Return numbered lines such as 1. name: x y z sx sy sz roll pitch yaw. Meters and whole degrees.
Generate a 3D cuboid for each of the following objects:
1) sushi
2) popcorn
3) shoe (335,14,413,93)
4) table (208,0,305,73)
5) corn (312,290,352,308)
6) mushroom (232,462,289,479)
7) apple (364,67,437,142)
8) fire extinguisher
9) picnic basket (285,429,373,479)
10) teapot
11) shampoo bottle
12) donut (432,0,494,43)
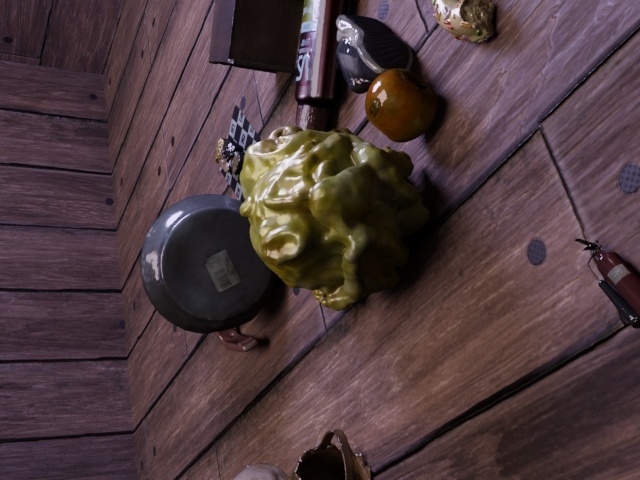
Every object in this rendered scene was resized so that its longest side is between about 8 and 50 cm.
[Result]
1. sushi: -0.231 -0.224 1.910 0.215 0.050 0.192 53 132 50
2. popcorn: 0.024 -0.047 1.184 0.312 0.312 0.312 -11 77 61
3. shoe: 0.084 -0.307 1.292 0.228 0.099 0.112 -113 31 -46
4. table: -0.127 -0.453 1.612 0.193 0.172 0.169 -151 66 -64
5. corn: 0.000 0.000 1.415 0.097 0.096 0.320 -60 36 41
6. mushroom: -0.074 0.518 1.381 0.184 0.255 0.255 -40 43 9
7. apple: 0.125 -0.208 1.168 0.102 0.114 0.099 -53 40 28
8. fire extinguisher: 0.344 0.062 0.824 0.049 0.035 0.173 66 178 -46
9. picnic basket: 0.024 0.400 1.270 0.128 0.137 0.179 -117 34 -44
10. teapot: -0.260 0.086 1.737 0.376 0.305 0.361 64 162 -7
11. shampoo bottle: -0.001 -0.361 1.457 0.129 0.084 0.323 -155 71 -63
12. donut: 0.204 -0.366 1.089 0.108 0.065 0.166 -3 84 62
